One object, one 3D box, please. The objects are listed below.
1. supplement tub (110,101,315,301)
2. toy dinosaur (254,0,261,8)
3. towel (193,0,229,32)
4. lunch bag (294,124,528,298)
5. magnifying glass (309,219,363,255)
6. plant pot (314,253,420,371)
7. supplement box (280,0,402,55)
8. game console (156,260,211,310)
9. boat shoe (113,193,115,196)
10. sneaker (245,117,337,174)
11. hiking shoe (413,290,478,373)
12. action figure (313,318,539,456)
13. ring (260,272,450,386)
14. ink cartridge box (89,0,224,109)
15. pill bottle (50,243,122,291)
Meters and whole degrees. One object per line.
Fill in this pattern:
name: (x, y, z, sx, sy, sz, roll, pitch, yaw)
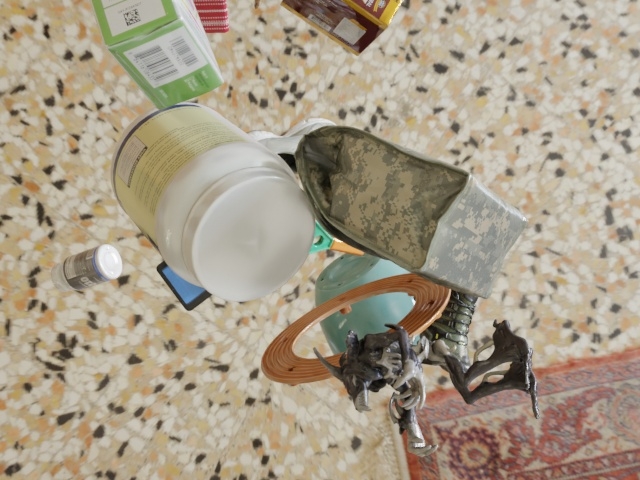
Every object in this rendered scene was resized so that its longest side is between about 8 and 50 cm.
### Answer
supplement tub: (-0.174, -0.067, 1.143, 0.235, 0.325, 0.235, -17, 124, -27)
toy dinosaur: (-0.132, -0.418, 0.894, 0.200, 0.127, 0.295, 22, 46, -35)
towel: (-0.302, -0.557, 1.509, 0.199, 0.275, 0.031, 0, 48, 2)
lunch bag: (0.115, -0.049, 1.062, 0.287, 0.235, 0.169, 30, 94, 36)
magnifying glass: (0.000, 0.000, 1.363, 0.231, 0.026, 0.092, 11, 110, -44)
plant pot: (0.122, 0.152, 1.694, 0.293, 0.293, 0.235, -33, 110, -8)
supplement box: (0.051, -0.479, 1.370, 0.191, 0.194, 0.129, 31, 81, -11)
game console: (-0.238, 0.071, 1.414, 0.122, 0.107, 0.071, 59, 42, -27)
boat shoe: (-0.423, -0.156, 1.659, 0.079, 0.227, 0.081, 24, 109, -21)
sneaker: (-0.047, -0.190, 1.587, 0.262, 0.099, 0.121, -19, 47, -30)
hiking shoe: (0.241, 0.137, 1.332, 0.086, 0.114, 0.227, 16, 45, -35)
action figure: (0.124, 0.177, 0.899, 0.276, 0.164, 0.141, -7, 50, 18)
ring: (0.059, 0.145, 1.189, 0.336, 0.336, 0.032, -26, 103, -7)
ink cartridge box: (-0.150, -0.223, 0.575, 0.062, 0.109, 0.209, -22, 75, 2)
pill bottle: (-0.500, 0.062, 1.540, 0.137, 0.078, 0.078, -18, 84, 21)
